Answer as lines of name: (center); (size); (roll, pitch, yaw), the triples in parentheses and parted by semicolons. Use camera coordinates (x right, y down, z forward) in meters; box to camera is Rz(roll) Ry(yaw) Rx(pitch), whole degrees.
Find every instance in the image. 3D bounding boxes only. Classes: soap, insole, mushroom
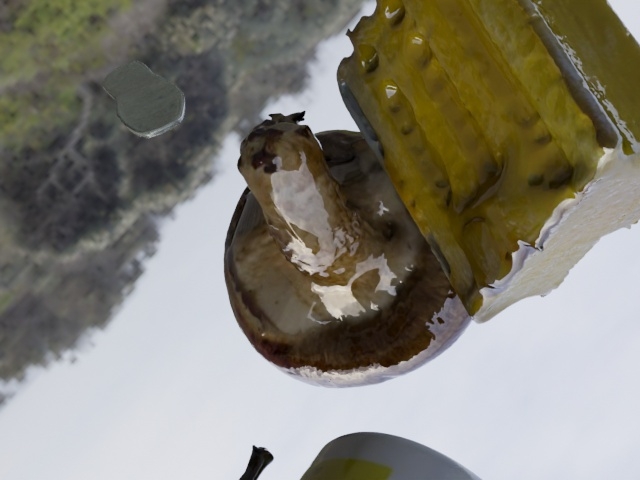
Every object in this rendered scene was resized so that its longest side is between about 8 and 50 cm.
soap: (0.144, -0.110, 1.148); (0.143, 0.281, 0.259); (-16, 155, -32)
insole: (-0.164, -0.133, 1.282); (0.063, 0.010, 0.192); (-24, -151, -11)
mushroom: (0.006, 0.011, 1.299); (0.267, 0.255, 0.267); (-17, -109, 59)

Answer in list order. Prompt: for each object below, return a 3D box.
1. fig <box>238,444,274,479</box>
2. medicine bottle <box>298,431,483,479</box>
fig: (-0.145, 0.266, 1.153); (0.274, 0.145, 0.170); (-35, -139, -14)
medicine bottle: (0.005, 0.332, 1.052); (0.339, 0.208, 0.208); (-52, -173, -35)
